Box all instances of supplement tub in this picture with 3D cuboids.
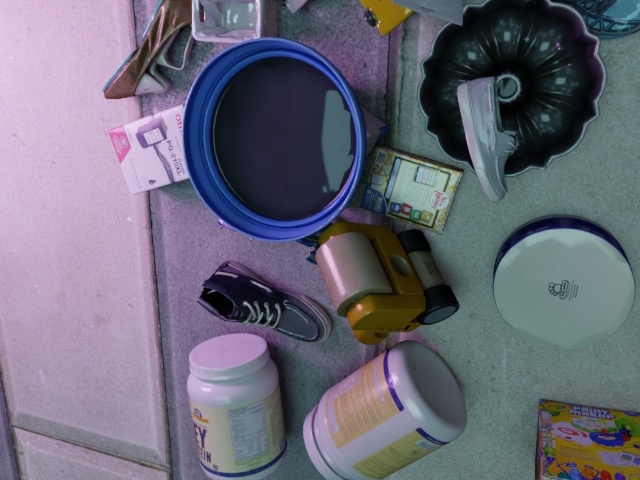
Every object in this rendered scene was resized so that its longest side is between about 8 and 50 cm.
[{"bbox_3d":[-0.217,0.431,1.433,0.235,0.235,0.325,0,106,21],"label":"supplement tub"},{"bbox_3d":[0.144,0.411,1.287,0.331,0.241,0.241,-40,90,26],"label":"supplement tub"}]

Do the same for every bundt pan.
[{"bbox_3d":[0.359,-0.293,1.052,0.331,0.124,0.331,6,108,20],"label":"bundt pan"}]

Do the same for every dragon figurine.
[{"bbox_3d":[0.000,0.000,1.237,0.144,0.289,0.085,45,121,46],"label":"dragon figurine"}]

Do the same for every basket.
[{"bbox_3d":[-0.184,-0.492,1.207,0.167,0.103,0.113,9,109,17],"label":"basket"}]

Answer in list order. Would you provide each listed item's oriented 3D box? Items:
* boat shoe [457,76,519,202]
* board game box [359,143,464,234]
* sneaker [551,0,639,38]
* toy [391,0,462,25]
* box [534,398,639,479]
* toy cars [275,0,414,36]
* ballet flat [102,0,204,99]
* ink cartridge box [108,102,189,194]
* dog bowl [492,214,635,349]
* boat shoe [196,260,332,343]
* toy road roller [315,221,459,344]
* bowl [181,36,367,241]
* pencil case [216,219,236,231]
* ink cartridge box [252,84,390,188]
[{"bbox_3d":[0.312,-0.183,0.992,0.081,0.079,0.227,-13,98,28],"label":"boat shoe"},{"bbox_3d":[0.199,-0.113,1.211,0.193,0.045,0.147,21,112,14],"label":"board game box"},{"bbox_3d":[0.456,-0.435,0.969,0.262,0.125,0.104,29,115,10],"label":"sneaker"},{"bbox_3d":[0.189,-0.492,1.016,0.137,0.056,0.237,11,68,-14],"label":"toy"},{"bbox_3d":[0.595,0.489,1.118,0.290,0.279,0.177,3,107,21],"label":"box"},{"bbox_3d":[0.024,-0.544,1.125,0.394,0.087,0.176,21,119,18],"label":"toy cars"},{"bbox_3d":[-0.389,-0.437,1.313,0.124,0.116,0.342,38,113,-15],"label":"ballet flat"},{"bbox_3d":[-0.379,-0.228,1.364,0.237,0.100,0.172,-12,102,24],"label":"ink cartridge box"},{"bbox_3d":[0.492,0.085,1.129,0.265,0.104,0.265,6,108,19],"label":"dog bowl"},{"bbox_3d":[-0.146,0.180,1.370,0.340,0.158,0.127,25,114,12],"label":"boat shoe"},{"bbox_3d":[0.107,0.114,1.169,0.240,0.329,0.202,-45,53,35],"label":"toy road roller"},{"bbox_3d":[-0.092,-0.193,1.090,0.391,0.077,0.391,6,106,21],"label":"bowl"},{"bbox_3d":[-0.180,-0.118,1.336,0.088,0.086,0.206,45,117,29],"label":"pencil case"},{"bbox_3d":[0.002,-0.192,1.191,0.168,0.171,0.232,39,116,6],"label":"ink cartridge box"}]
